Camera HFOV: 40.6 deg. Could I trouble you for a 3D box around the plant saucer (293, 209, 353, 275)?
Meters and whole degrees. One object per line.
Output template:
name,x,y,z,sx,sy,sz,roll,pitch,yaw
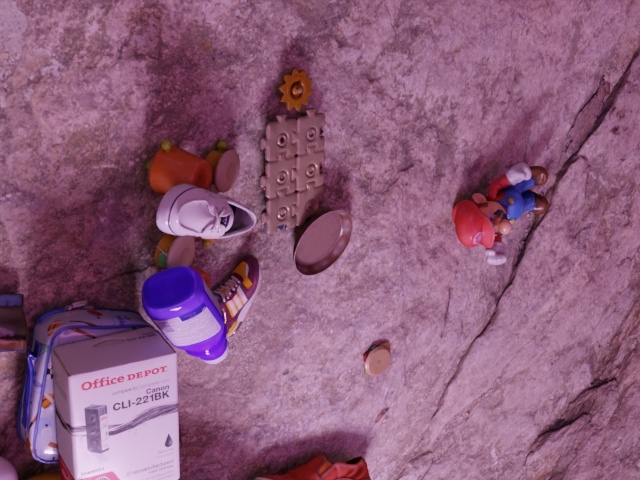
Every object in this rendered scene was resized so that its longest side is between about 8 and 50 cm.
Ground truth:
plant saucer,0.000,0.000,1.890,0.168,0.029,0.168,-31,142,-28

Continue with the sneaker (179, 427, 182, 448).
sneaker,-0.375,0.416,1.779,0.189,0.066,0.071,-10,96,-40

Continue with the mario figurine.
mario figurine,0.470,-0.066,2.146,0.321,0.170,0.198,-30,89,-34

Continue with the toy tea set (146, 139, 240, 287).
toy tea set,-0.274,-0.038,1.663,0.200,0.124,0.335,-2,108,-68

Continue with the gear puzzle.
gear puzzle,-0.065,-0.187,1.783,0.176,0.044,0.338,-18,118,-39

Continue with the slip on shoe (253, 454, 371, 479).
slip on shoe,-0.018,0.569,2.080,0.332,0.123,0.101,7,70,-34

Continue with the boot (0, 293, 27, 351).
boot,-0.615,0.136,1.489,0.219,0.082,0.106,9,79,-34

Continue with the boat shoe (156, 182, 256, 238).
boat shoe,-0.196,-0.049,1.554,0.258,0.084,0.095,-12,117,-66

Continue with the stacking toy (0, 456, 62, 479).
stacking toy,-0.499,0.561,1.627,0.480,0.351,0.350,41,81,-22

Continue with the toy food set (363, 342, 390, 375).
toy food set,0.140,0.296,2.138,0.083,0.020,0.083,-11,114,-33

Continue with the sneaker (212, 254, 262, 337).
sneaker,-0.186,0.113,1.790,0.084,0.070,0.185,16,96,-45

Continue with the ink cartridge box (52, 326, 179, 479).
ink cartridge box,-0.366,0.315,1.557,0.197,0.114,0.272,-10,113,-29

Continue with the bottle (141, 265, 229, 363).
bottle,-0.243,0.153,1.648,0.118,0.092,0.282,-19,148,2

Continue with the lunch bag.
lunch bag,-0.444,0.263,1.627,0.243,0.115,0.303,3,106,-35
